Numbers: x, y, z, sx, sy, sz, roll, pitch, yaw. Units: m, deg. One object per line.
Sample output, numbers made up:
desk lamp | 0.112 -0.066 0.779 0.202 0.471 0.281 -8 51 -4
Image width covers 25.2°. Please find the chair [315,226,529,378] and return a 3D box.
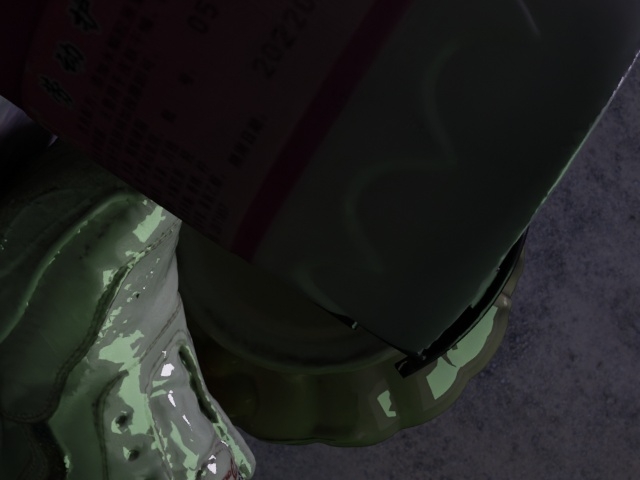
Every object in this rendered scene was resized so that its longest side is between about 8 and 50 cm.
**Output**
chair | 0.011 -0.040 0.839 0.154 0.141 0.260 -55 147 -3

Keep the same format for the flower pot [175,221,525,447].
flower pot | 0.000 0.000 1.053 0.307 0.307 0.244 -55 171 -6

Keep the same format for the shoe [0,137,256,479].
shoe | -0.103 0.088 0.741 0.342 0.210 0.132 -56 179 41

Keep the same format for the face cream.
face cream | 0.000 -0.078 0.520 0.175 0.195 0.175 -56 178 -2
